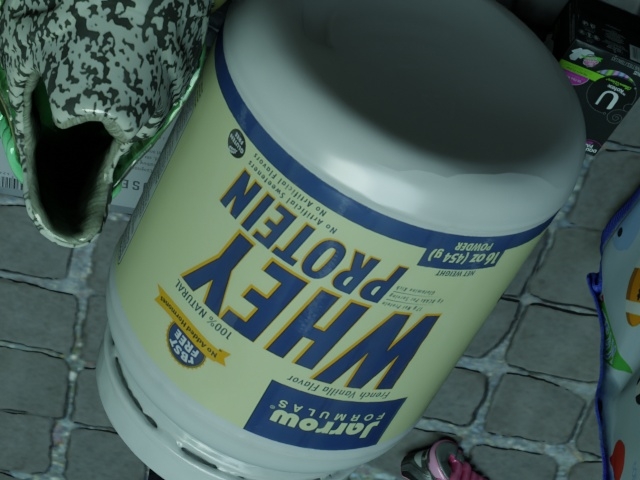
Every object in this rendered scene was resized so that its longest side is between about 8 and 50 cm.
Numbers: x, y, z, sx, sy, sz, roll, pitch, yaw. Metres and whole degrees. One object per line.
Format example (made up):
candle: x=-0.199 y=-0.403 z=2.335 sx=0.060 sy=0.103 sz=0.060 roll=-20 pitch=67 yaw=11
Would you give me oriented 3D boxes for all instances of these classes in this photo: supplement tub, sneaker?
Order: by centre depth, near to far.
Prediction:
sneaker: x=-0.152 y=-0.080 z=1.087 sx=0.158 sy=0.182 sz=0.410 roll=15 pitch=162 yaw=-8
supplement tub: x=0.000 y=0.000 z=1.199 sx=0.235 sy=0.235 sz=0.325 roll=19 pitch=129 yaw=-12
sneaker: x=0.109 y=0.213 z=1.554 sx=0.057 sy=0.047 sz=0.119 roll=-18 pitch=123 yaw=32

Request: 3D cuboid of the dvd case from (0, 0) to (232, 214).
dvd case: x=-0.140 y=-0.112 z=1.265 sx=0.179 sy=0.029 sz=0.238 roll=10 pitch=136 yaw=-3

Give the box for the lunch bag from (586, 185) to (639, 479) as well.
lunch bag: x=0.348 y=0.053 z=1.165 sx=0.385 sy=0.327 sz=0.239 roll=-28 pitch=127 yaw=28

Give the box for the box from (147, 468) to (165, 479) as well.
box: x=-0.099 y=0.168 z=1.445 sx=0.029 sy=0.162 sz=0.116 roll=-5 pitch=134 yaw=11

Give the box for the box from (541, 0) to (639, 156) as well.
box: x=0.172 y=-0.107 z=1.215 sx=0.062 sy=0.052 sz=0.083 roll=21 pitch=134 yaw=-13
